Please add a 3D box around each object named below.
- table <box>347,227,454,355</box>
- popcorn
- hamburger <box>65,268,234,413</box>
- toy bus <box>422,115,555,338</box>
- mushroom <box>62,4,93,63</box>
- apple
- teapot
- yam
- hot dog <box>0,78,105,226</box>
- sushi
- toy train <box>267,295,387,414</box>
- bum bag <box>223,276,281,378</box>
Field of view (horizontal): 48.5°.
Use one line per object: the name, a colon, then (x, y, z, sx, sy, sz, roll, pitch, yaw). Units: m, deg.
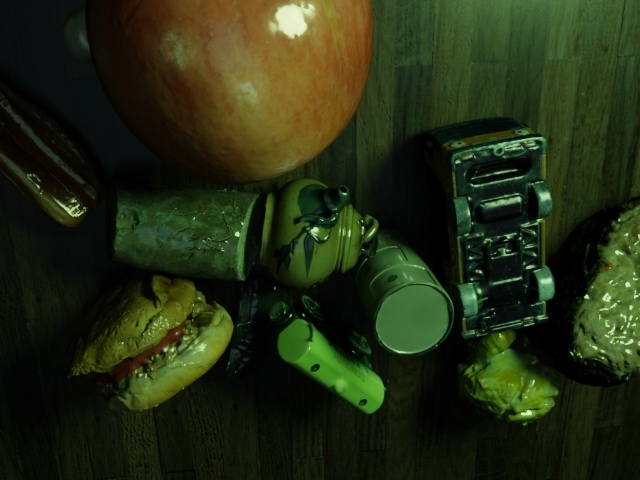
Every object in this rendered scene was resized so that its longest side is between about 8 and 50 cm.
table: (0.123, 0.077, 1.150, 0.126, 0.220, 0.126, -3, 113, -7)
popcorn: (0.333, 0.230, 1.268, 0.198, 0.198, 0.212, -23, 107, 2)
hamburger: (-0.270, 0.156, 1.124, 0.244, 0.244, 0.163, -35, 116, 6)
toy bus: (0.265, -0.028, 1.144, 0.162, 0.194, 0.323, -11, 117, -3)
mushroom: (-0.326, -0.292, 1.014, 0.083, 0.067, 0.083, -13, 108, -47)
apple: (-0.108, -0.243, 0.917, 0.364, 0.364, 0.364, -3, 113, -7)
teapot: (0.000, 0.000, 1.128, 0.183, 0.173, 0.269, 6, 144, -1)
yam: (-0.210, -0.016, 1.100, 0.254, 0.154, 0.154, 8, 111, -13)
hot dog: (-0.433, -0.138, 1.059, 0.115, 0.072, 0.269, -36, 111, 8)
sushi: (0.508, 0.085, 1.181, 0.211, 0.171, 0.350, 41, 76, -4)
toy train: (0.014, 0.199, 1.201, 0.105, 0.157, 0.253, -41, 126, 10)
bum bag: (-0.121, 0.151, 1.240, 0.087, 0.049, 0.197, 1, 110, -32)
